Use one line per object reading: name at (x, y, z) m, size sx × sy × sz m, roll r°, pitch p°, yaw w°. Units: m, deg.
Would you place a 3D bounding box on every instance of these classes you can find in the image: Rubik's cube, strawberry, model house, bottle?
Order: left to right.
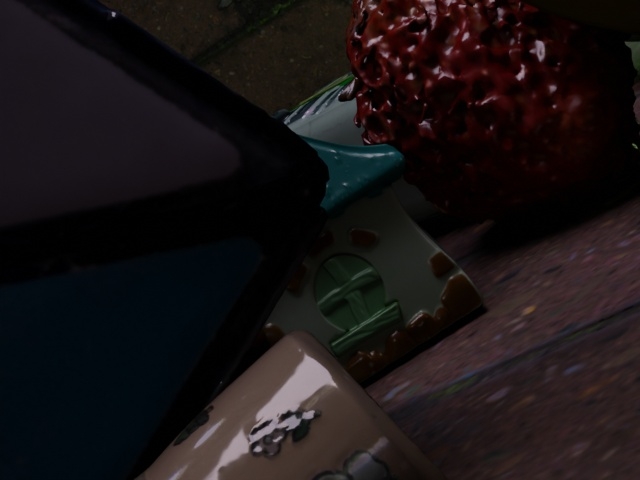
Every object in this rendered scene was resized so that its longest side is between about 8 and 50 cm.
Rubik's cube at (-0.214, 0.026, 0.635) m, size 0.305 × 0.310 × 0.307 m, roll -57°, pitch 11°, yaw -16°
bottle at (-0.030, 0.110, 0.459) m, size 0.152 × 0.099 × 0.099 m, roll -42°, pitch 8°, yaw -6°
model house at (0.000, 0.000, 0.818) m, size 0.127 × 0.149 × 0.100 m, roll -33°, pitch 4°, yaw 3°
strawberry at (0.111, -0.090, 0.892) m, size 0.184 × 0.187 × 0.201 m, roll -1°, pitch 27°, yaw -28°

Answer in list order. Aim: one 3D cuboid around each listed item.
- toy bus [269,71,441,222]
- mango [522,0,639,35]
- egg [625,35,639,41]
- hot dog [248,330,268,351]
toy bus at (0.063, -0.080, 1.140) m, size 0.164 × 0.134 × 0.276 m, roll -37°, pitch 8°, yaw -34°
mango at (0.230, -0.162, 0.720) m, size 0.195 × 0.142 × 0.331 m, roll 11°, pitch -5°, yaw -40°
egg at (0.280, -0.279, 1.208) m, size 0.269 × 0.220 × 0.220 m, roll -42°, pitch 9°, yaw -12°
hot dog at (-0.085, 0.053, 1.130) m, size 0.144 × 0.075 × 0.268 m, roll -28°, pitch 4°, yaw 1°
